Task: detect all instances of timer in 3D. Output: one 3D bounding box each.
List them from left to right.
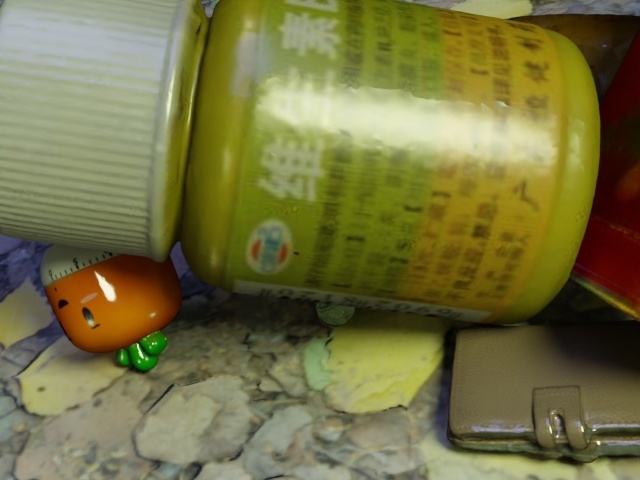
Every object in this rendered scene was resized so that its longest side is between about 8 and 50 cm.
[{"bbox_3d":[-0.166,0.050,0.705,0.099,0.136,0.136,-17,35,24],"label":"timer"}]

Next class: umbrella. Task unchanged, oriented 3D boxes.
[{"bbox_3d":[0.000,0.000,0.762,0.046,0.050,0.188,-28,35,17],"label":"umbrella"}]

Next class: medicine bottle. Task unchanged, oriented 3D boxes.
[{"bbox_3d":[-0.022,-0.069,0.618,0.384,0.224,0.224,7,38,-6],"label":"medicine bottle"}]

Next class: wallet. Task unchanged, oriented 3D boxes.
[{"bbox_3d":[0.166,0.102,0.594,0.153,0.039,0.118,-2,35,18],"label":"wallet"}]

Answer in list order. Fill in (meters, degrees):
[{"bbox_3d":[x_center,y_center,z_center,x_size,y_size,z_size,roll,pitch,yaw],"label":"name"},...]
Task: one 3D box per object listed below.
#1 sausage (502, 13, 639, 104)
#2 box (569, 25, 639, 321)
[{"bbox_3d":[0.326,-0.126,0.764,0.501,0.123,0.136,27,87,40],"label":"sausage"},{"bbox_3d":[0.271,-0.094,0.564,0.089,0.313,0.197,25,8,-13],"label":"box"}]
